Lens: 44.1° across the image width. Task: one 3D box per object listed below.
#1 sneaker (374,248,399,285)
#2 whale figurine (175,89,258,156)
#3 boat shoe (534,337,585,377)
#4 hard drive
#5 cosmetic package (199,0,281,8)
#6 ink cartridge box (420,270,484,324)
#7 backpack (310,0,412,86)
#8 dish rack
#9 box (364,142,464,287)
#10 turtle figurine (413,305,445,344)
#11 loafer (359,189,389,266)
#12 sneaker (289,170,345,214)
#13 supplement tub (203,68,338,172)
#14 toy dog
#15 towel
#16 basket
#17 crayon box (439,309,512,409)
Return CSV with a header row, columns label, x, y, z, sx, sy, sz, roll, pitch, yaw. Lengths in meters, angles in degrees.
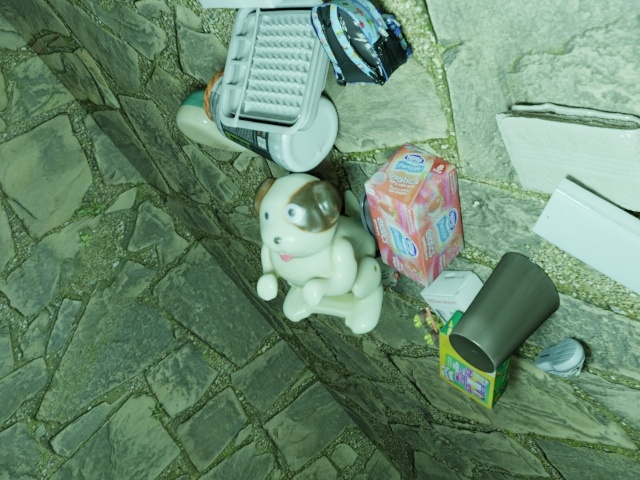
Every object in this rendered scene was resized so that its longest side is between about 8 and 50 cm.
label,x,y,z,sx,sy,sz,roll,pitch,yaw
sneaker,0.193,0.082,2.279,0.075,0.057,0.161,20,152,16
whale figurine,-0.276,-0.339,2.277,0.272,0.141,0.216,23,164,-13
boat shoe,0.590,0.285,1.881,0.076,0.083,0.226,32,171,1
hard drive,0.538,0.017,1.402,0.308,0.040,0.203,33,165,14
cosmetic package,-0.230,-0.649,1.574,0.284,0.097,0.377,18,147,48
ink cartridge box,0.384,0.184,2.035,0.218,0.092,0.159,52,158,-16
backpack,0.069,-0.386,1.480,0.158,0.117,0.173,14,145,55
dish rack,-0.089,-0.370,1.689,0.072,0.285,0.333,9,-174,-39
box,0.221,-0.053,1.798,0.142,0.154,0.299,31,155,32
turtle figurine,0.353,0.251,2.235,0.269,0.087,0.217,43,167,-20
loafer,0.189,-0.030,2.012,0.095,0.109,0.302,8,149,29
sneaker,0.008,-0.133,2.197,0.098,0.083,0.223,-10,130,41
supplement tub,-0.128,-0.304,1.915,0.316,0.193,0.193,29,155,35
toy dog,0.000,0.000,1.951,0.285,0.395,0.408,17,160,33
towel,0.439,-0.144,1.347,0.282,0.049,0.187,20,150,47
basket,0.406,0.174,1.774,0.154,0.227,0.204,24,153,44
crayon box,0.393,0.309,2.016,0.165,0.081,0.278,32,157,26
